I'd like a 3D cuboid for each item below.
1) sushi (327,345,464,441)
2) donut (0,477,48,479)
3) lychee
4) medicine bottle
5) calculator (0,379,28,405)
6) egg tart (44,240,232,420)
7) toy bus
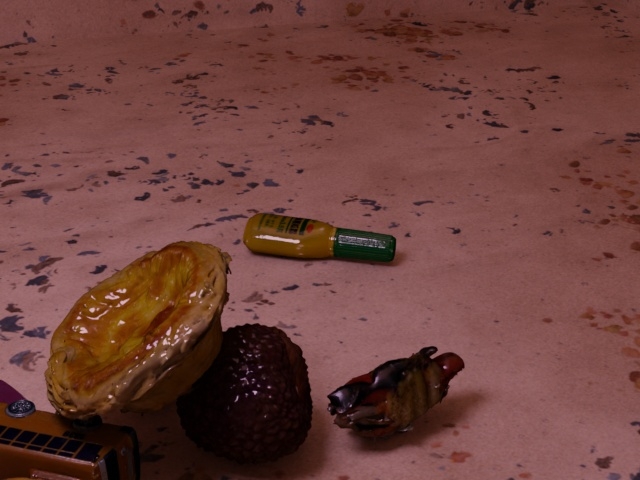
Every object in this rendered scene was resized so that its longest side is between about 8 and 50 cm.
[{"bbox_3d":[0.103,0.211,1.688,0.226,0.097,0.103,-20,-9,-29],"label":"sushi"},{"bbox_3d":[-0.357,0.350,1.415,0.166,0.073,0.184,-4,27,-13],"label":"donut"},{"bbox_3d":[-0.104,0.201,1.626,0.188,0.188,0.188,1,26,0],"label":"lychee"},{"bbox_3d":[0.000,0.000,2.156,0.261,0.064,0.095,8,27,11],"label":"medicine bottle"},{"bbox_3d":[-0.487,0.238,1.685,0.191,0.034,0.127,-18,30,-36],"label":"calculator"},{"bbox_3d":[-0.215,0.124,1.572,0.295,0.116,0.294,-29,28,17],"label":"egg tart"},{"bbox_3d":[-0.334,0.273,1.545,0.201,0.098,0.114,9,28,16],"label":"toy bus"}]
